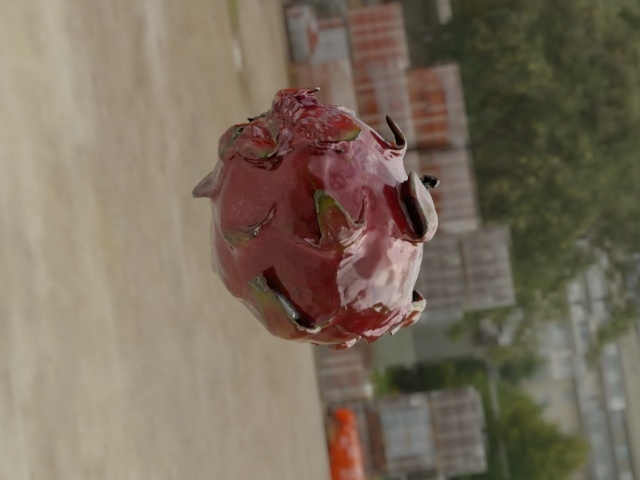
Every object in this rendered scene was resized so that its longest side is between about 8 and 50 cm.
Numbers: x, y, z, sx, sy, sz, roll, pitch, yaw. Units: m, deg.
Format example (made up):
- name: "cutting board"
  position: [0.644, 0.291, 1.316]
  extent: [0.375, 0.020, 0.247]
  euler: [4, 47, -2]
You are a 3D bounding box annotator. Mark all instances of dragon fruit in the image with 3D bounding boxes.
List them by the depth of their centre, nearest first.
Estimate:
- name: "dragon fruit"
  position: [0.000, 0.000, 0.959]
  extent: [0.133, 0.136, 0.166]
  euler: [-79, 163, -47]
